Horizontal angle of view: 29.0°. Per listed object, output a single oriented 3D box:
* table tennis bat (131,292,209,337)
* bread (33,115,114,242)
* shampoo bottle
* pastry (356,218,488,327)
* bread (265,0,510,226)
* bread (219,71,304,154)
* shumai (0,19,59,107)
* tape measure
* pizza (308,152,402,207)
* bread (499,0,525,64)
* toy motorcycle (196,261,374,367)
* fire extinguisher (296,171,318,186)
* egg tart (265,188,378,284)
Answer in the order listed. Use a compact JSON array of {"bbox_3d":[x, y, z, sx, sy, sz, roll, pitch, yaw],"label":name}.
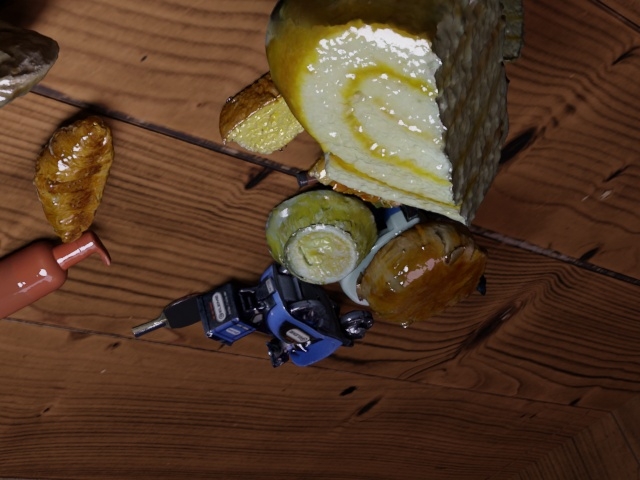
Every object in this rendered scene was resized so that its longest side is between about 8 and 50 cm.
[{"bbox_3d":[-0.258,0.135,2.192,0.158,0.014,0.095,-22,151,-5],"label":"table tennis bat"},{"bbox_3d":[-0.345,-0.092,1.705,0.105,0.076,0.233,-17,145,-34],"label":"bread"},{"bbox_3d":[-0.441,0.055,1.867,0.244,0.085,0.085,-25,150,6],"label":"shampoo bottle"},{"bbox_3d":[0.172,0.058,2.095,0.229,0.100,0.218,-26,149,-6],"label":"pastry"},{"bbox_3d":[0.089,-0.207,1.592,0.264,0.239,0.395,12,146,19],"label":"bread"},{"bbox_3d":[-0.054,-0.192,1.756,0.187,0.065,0.103,-37,146,15],"label":"bread"},{"bbox_3d":[-0.417,-0.216,1.414,0.209,0.161,0.153,-11,133,24],"label":"shumai"},{"bbox_3d":[0.156,0.048,2.236,0.215,0.098,0.351,-30,142,10],"label":"tape measure"},{"bbox_3d":[0.112,-0.116,1.972,0.292,0.058,0.197,-15,141,-22],"label":"pizza"},{"bbox_3d":[0.218,-0.316,1.720,0.103,0.156,0.110,0,176,-27],"label":"bread"},{"bbox_3d":[-0.054,0.146,2.252,0.212,0.125,0.358,-27,150,20],"label":"toy motorcycle"},{"bbox_3d":[0.004,-0.103,1.977,0.083,0.022,0.028,-15,113,-15],"label":"fire extinguisher"},{"bbox_3d":[0.000,0.000,2.031,0.197,0.078,0.197,1,128,2],"label":"egg tart"}]
